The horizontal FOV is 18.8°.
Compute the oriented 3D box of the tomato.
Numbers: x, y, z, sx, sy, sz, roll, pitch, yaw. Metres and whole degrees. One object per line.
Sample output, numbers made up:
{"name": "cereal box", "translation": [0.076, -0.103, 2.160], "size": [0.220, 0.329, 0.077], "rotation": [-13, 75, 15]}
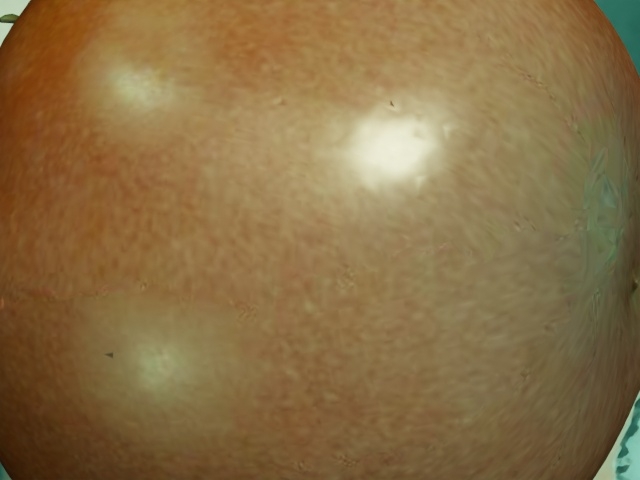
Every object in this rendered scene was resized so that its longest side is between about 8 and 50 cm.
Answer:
{"name": "tomato", "translation": [0.000, 0.000, 0.653], "size": [0.224, 0.256, 0.256], "rotation": [6, 55, 27]}
